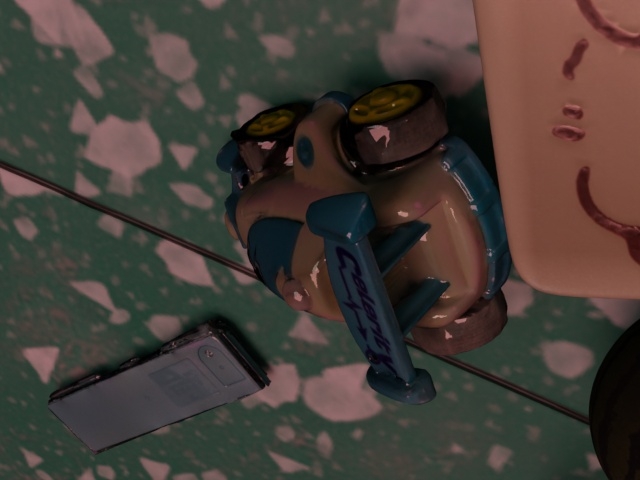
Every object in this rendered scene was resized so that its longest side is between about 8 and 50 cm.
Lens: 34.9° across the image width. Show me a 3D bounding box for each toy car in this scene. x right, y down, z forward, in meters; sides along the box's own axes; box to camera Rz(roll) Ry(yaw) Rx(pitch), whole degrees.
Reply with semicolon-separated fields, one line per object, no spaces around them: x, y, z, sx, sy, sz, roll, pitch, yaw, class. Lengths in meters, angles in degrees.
0.000;0.000;0.468;0.161;0.098;0.126;6;126;39;toy car

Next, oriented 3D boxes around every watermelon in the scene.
0.170;0.089;0.462;0.105;0.105;0.133;29;106;2;watermelon

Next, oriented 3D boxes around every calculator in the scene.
-0.107;0.095;0.646;0.172;0.018;0.057;-27;108;35;calculator

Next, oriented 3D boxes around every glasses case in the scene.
0.121;-0.134;0.351;0.144;0.076;0.336;0;123;24;glasses case
